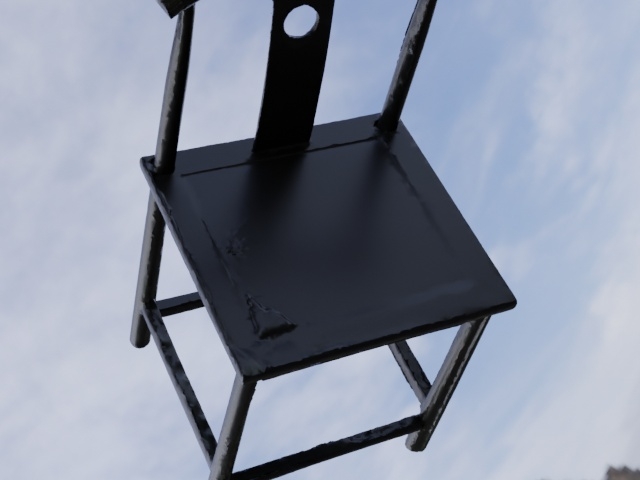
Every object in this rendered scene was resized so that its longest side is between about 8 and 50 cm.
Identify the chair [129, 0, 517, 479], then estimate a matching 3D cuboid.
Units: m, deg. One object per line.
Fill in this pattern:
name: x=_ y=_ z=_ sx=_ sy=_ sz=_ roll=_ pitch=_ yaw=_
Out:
chair: x=0.000 y=0.000 z=0.573 sx=0.154 sy=0.141 sz=0.260 roll=-14 pitch=-35 yaw=-24
